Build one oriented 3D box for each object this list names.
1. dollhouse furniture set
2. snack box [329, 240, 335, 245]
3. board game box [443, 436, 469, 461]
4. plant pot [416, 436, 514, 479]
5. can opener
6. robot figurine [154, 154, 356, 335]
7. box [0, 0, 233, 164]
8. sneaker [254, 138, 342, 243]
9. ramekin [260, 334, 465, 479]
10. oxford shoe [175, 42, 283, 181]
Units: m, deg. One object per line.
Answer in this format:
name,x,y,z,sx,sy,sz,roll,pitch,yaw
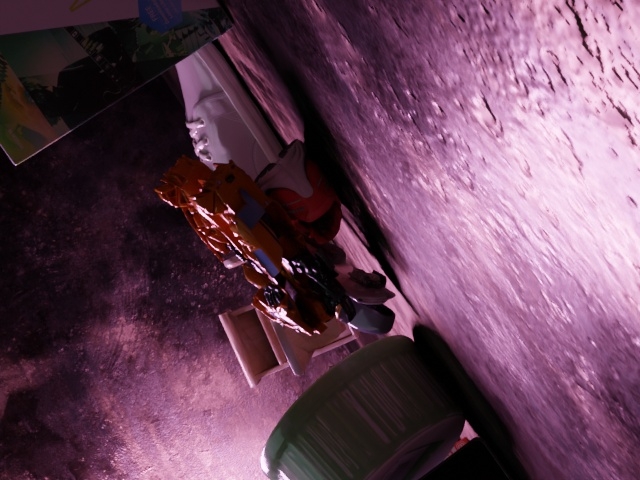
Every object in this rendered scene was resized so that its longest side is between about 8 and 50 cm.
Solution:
dollhouse furniture set,-0.076,0.188,1.875,0.394,0.256,0.362,-36,-78,-85
snack box,0.000,0.000,1.747,0.064,0.022,0.178,59,175,-8
board game box,0.210,0.420,1.703,0.045,0.147,0.193,55,174,18
plant pot,0.229,0.418,1.401,0.188,0.187,0.167,55,-172,22
can opener,-0.006,0.043,1.362,0.280,0.074,0.093,33,117,42
robot figurine,-0.078,0.015,1.235,0.291,0.085,0.211,52,160,-27
box,-0.302,-0.273,1.161,0.232,0.322,0.058,57,179,-13
sneaker,-0.025,-0.042,1.288,0.118,0.107,0.279,47,177,5
ramekin,0.074,0.300,1.429,0.148,0.303,0.303,46,171,27
oxford shoe,-0.153,-0.170,1.538,0.449,0.130,0.169,59,176,-13
